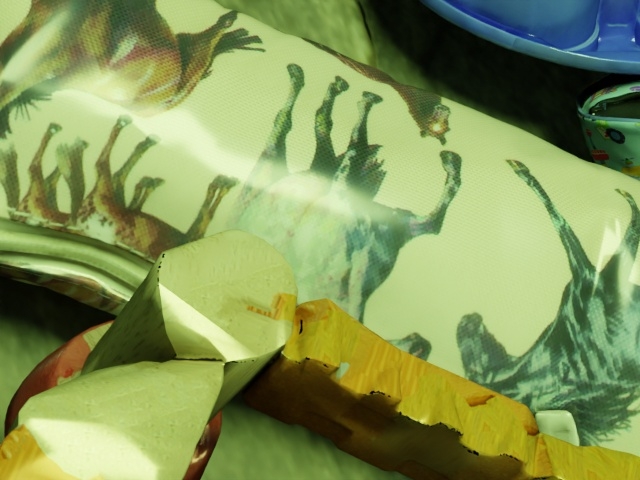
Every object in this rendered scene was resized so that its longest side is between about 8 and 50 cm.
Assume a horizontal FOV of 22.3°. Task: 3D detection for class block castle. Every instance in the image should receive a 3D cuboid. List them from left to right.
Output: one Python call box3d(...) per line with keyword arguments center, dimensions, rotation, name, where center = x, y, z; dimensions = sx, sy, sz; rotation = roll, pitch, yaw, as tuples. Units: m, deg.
box3d(center=(-0.035, 0.251, 0.553), dimensions=(0.303, 0.213, 0.453), rotation=(27, 55, -11), name="block castle")

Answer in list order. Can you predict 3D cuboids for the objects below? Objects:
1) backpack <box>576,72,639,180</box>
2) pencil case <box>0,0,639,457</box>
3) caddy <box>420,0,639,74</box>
box3d(center=(0.228, -0.042, 0.897), dimensions=(0.173, 0.117, 0.158), rotation=(1, 16, 7), name="backpack")
box3d(center=(0.000, 0.000, 0.755), dimensions=(0.410, 0.160, 0.183), rotation=(22, 39, -10), name="pencil case")
box3d(center=(0.144, -0.231, 0.950), dimensions=(0.241, 0.179, 0.341), rotation=(-2, 43, -13), name="caddy")
